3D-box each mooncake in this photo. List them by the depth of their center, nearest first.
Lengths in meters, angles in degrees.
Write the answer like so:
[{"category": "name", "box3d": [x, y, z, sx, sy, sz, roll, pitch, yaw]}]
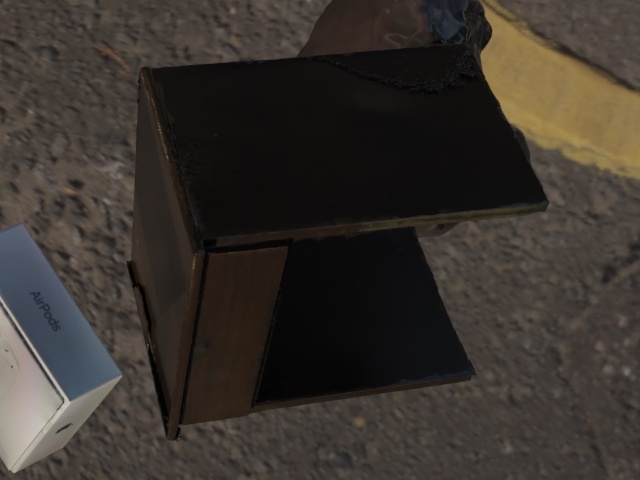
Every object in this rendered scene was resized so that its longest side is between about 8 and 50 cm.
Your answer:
[{"category": "mooncake", "box3d": [0.122, -0.185, 1.823, 0.212, 0.350, 0.381, 16, 65, -57]}]

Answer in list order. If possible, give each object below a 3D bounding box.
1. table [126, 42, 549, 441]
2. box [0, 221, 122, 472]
[{"category": "table", "box3d": [0.000, 0.000, 1.038, 0.282, 0.196, 0.250, -6, 141, -18]}, {"category": "box", "box3d": [-0.213, 0.078, 0.881, 0.051, 0.129, 0.130, -27, 77, -42]}]
